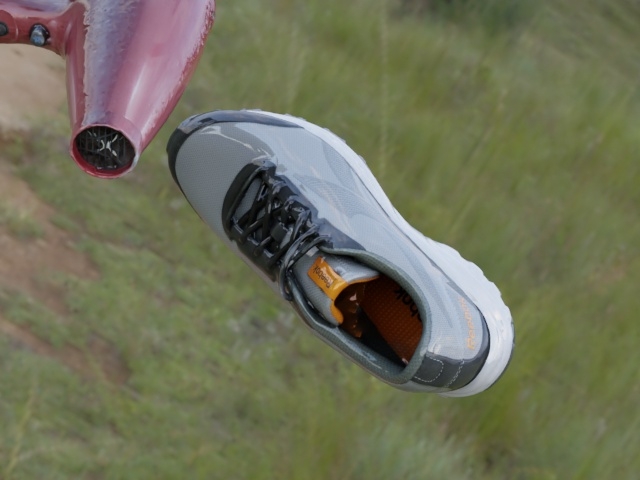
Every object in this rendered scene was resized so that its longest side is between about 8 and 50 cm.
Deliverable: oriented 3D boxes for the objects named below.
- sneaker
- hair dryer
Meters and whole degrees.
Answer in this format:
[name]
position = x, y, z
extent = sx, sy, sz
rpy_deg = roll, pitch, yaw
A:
[sneaker]
position = 0.000, 0.000, 0.931
extent = 0.271, 0.100, 0.108
rpy_deg = 38, 18, 23
[hair dryer]
position = -0.172, -0.122, 0.861
extent = 0.293, 0.224, 0.080
rpy_deg = 41, -30, 40
